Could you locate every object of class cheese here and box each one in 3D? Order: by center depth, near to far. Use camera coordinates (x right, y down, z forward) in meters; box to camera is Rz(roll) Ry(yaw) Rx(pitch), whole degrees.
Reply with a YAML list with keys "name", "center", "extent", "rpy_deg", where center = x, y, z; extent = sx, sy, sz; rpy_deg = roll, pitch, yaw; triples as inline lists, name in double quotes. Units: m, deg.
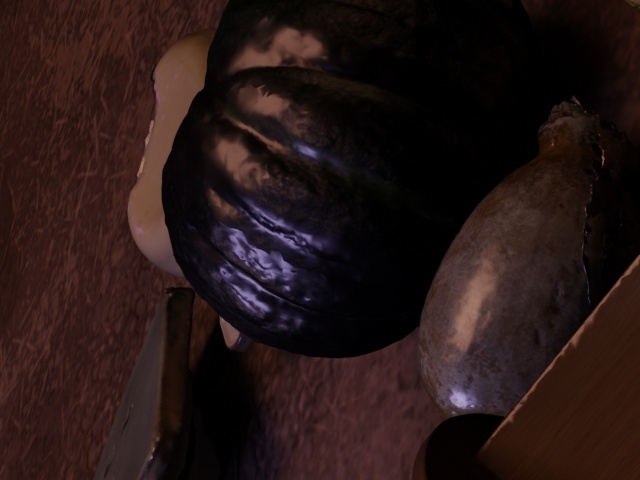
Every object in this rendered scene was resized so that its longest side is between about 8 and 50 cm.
- name: "cheese"
  center: [-0.059, -0.042, 1.228]
  extent: [0.163, 0.070, 0.249]
  rpy_deg: [-70, 25, 11]

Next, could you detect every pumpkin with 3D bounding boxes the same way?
- name: "pumpkin"
  center: [0.016, -0.048, 0.937]
  extent: [0.220, 0.162, 0.220]
  rpy_deg: [-63, -4, -8]

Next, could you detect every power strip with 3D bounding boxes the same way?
- name: "power strip"
  center: [-0.104, 0.157, 1.214]
  extent: [0.213, 0.064, 0.198]
  rpy_deg: [-92, 25, -62]

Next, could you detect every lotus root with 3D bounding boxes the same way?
- name: "lotus root"
  center: [0.097, 0.019, 0.840]
  extent: [0.088, 0.088, 0.165]
  rpy_deg: [21, 89, 66]

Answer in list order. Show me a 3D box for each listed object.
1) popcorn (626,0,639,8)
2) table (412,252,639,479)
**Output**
- name: "popcorn"
  center: [0.157, -0.130, 0.815]
  extent: [0.082, 0.083, 0.057]
  rpy_deg: [-49, 20, -26]
- name: "table"
  center: [0.162, 0.040, 0.629]
  extent: [0.227, 0.167, 0.167]
  rpy_deg: [-54, 30, 21]
